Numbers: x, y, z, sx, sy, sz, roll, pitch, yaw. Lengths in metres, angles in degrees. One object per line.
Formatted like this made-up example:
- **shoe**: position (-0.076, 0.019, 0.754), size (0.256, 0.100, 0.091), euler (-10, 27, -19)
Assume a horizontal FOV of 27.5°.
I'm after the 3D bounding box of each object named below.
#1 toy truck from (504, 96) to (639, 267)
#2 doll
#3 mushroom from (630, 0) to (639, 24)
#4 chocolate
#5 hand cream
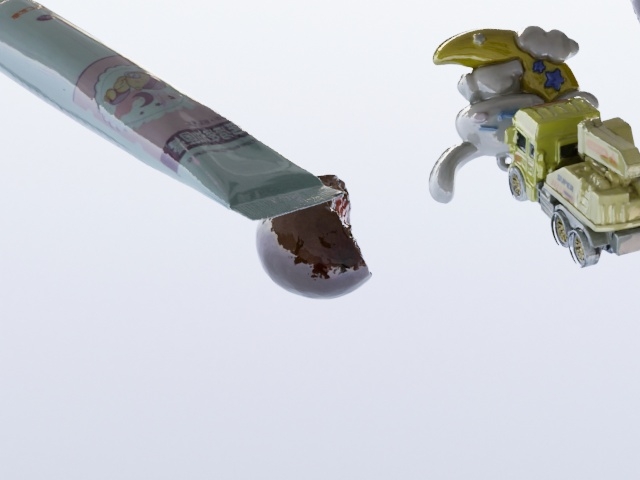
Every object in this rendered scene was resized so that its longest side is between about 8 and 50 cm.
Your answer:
- **toy truck**: position (0.329, -0.088, 1.612), size (0.124, 0.157, 0.272), euler (-12, -150, -12)
- **doll**: position (0.260, -0.180, 1.805), size (0.252, 0.237, 0.111), euler (-7, 179, -9)
- **mushroom**: position (0.535, -0.356, 1.823), size (0.146, 0.278, 0.278), euler (-10, -136, -33)
- **chocolate**: position (0.000, 0.000, 1.333), size (0.124, 0.127, 0.133), euler (39, 180, -13)
- **hand cream**: position (-0.133, -0.090, 0.880), size (0.331, 0.058, 0.085), euler (34, -150, 30)
